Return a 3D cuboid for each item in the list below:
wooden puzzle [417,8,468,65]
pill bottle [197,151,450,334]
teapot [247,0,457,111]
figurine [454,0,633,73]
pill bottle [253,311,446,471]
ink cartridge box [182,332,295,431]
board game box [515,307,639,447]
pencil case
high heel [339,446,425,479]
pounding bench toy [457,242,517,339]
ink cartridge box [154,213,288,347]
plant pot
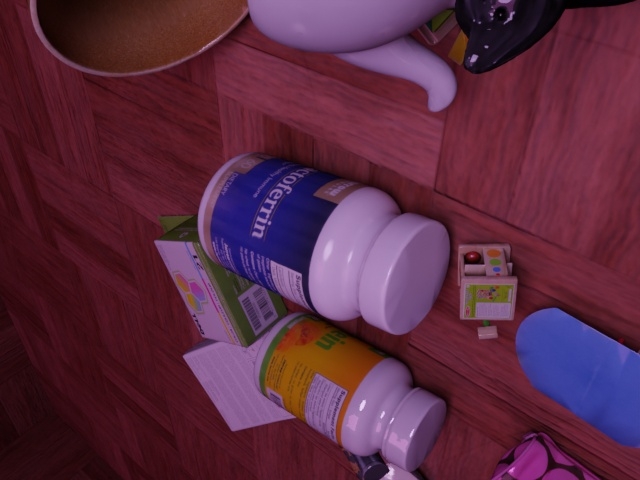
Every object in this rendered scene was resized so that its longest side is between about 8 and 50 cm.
[{"bbox_3d":[0.099,-0.213,0.527,0.116,0.014,0.078,49,143,5],"label":"wooden puzzle"},{"bbox_3d":[0.000,0.000,0.696,0.265,0.153,0.153,21,134,34],"label":"pill bottle"},{"bbox_3d":[0.054,-0.247,0.406,0.187,0.252,0.256,5,175,-1],"label":"teapot"},{"bbox_3d":[0.140,-0.214,0.317,0.092,0.209,0.215,26,136,31],"label":"figurine"},{"bbox_3d":[0.040,0.204,0.837,0.246,0.136,0.136,23,135,33],"label":"pill bottle"},{"bbox_3d":[-0.125,0.254,1.147,0.232,0.066,0.189,-25,101,32],"label":"ink cartridge box"},{"bbox_3d":[0.277,0.129,0.608,0.169,0.033,0.133,33,145,32],"label":"board game box"},{"bbox_3d":[0.298,0.303,0.683,0.209,0.098,0.095,34,-175,23],"label":"pencil case"},{"bbox_3d":[0.087,0.346,0.986,0.261,0.093,0.186,60,176,-38],"label":"high heel"},{"bbox_3d":[0.167,0.051,0.627,0.052,0.065,0.083,-1,125,10],"label":"pounding bench toy"},{"bbox_3d":[-0.197,0.059,1.004,0.255,0.097,0.188,1,120,46],"label":"ink cartridge box"},{"bbox_3d":[-0.208,-0.340,0.604,0.254,0.237,0.237,61,145,13],"label":"plant pot"}]
